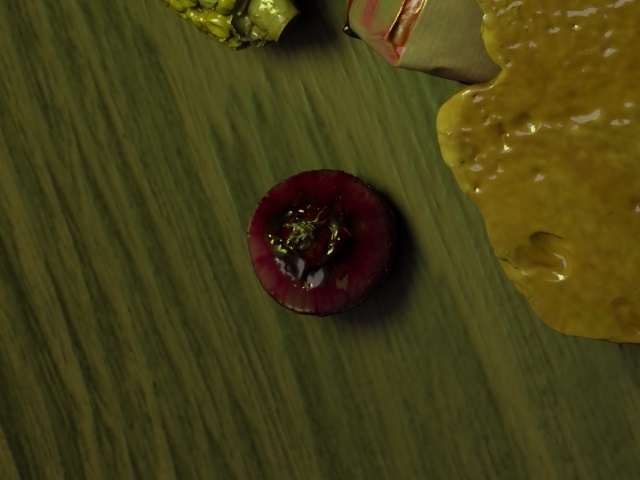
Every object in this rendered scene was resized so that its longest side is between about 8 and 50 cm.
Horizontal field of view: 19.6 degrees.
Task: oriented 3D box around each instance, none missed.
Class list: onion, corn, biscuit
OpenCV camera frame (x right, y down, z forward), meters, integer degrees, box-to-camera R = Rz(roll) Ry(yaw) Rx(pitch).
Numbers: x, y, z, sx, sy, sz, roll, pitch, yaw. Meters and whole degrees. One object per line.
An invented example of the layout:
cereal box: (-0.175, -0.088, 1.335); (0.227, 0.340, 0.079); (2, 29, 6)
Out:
onion: (0.000, 0.000, 1.405); (0.115, 0.104, 0.115); (-3, 80, 17)
corn: (-0.124, -0.267, 1.430); (0.322, 0.119, 0.119); (44, 115, 22)
biscuit: (0.228, -0.054, 1.232); (0.269, 0.051, 0.376); (-35, 104, 21)

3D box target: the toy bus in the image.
toy bus: (0.123, -0.253, 1.261); (0.128, 0.147, 0.302); (16, 110, -16)
